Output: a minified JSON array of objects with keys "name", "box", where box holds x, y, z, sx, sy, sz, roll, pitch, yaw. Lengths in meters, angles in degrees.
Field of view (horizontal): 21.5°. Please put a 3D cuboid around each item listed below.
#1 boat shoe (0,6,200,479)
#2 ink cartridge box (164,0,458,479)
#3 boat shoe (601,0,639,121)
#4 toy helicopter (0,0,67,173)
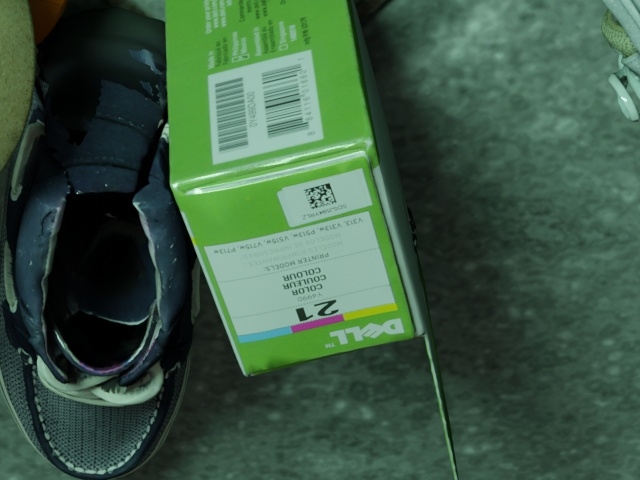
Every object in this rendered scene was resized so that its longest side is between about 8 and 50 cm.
[{"name":"boat shoe","box":[-0.131,0.052,0.944,0.127,0.158,0.340,0,130,-5]},{"name":"ink cartridge box","box":[0.000,0.000,0.891,0.097,0.188,0.255,-13,130,5]},{"name":"boat shoe","box":[0.151,-0.148,0.835,0.103,0.118,0.320,-24,124,22]},{"name":"toy helicopter","box":[-0.283,-0.042,0.831,0.355,0.235,0.140,-13,165,29]}]
